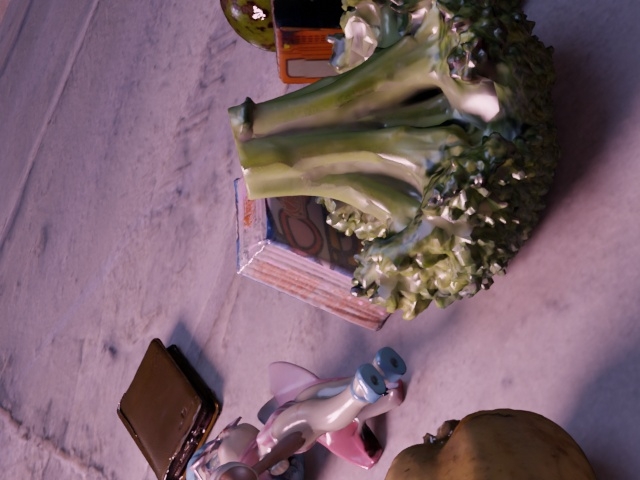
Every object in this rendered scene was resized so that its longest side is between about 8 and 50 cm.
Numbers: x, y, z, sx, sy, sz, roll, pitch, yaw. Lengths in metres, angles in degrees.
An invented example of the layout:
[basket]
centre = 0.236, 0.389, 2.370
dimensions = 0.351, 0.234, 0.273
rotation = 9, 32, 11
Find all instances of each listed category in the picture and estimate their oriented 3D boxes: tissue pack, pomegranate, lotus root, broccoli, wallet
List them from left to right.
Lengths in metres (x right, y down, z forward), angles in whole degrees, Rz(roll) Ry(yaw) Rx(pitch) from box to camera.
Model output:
[wallet]
centre = -0.169, 0.187, 1.575
dimensions = 0.110, 0.031, 0.198
rotation = -62, 27, 6
[pomegranate]
centre = -0.036, -0.262, 1.585
dimensions = 0.148, 0.148, 0.169
rotation = -49, 37, 31
[tissue pack]
centre = 0.000, 0.000, 1.277
dimensions = 0.065, 0.155, 0.115
rotation = -47, 33, 35
[broccoli]
centre = 0.075, -0.081, 1.146
dimensions = 0.260, 0.235, 0.288
rotation = -33, 30, 9
[lotus root]
centre = 0.112, 0.220, 0.892
dimensions = 0.160, 0.146, 0.284
rotation = -51, 30, 32

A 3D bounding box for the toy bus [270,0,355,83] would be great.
[toy bus]
centre = -0.019, -0.324, 1.482
dimensions = 0.092, 0.093, 0.408
rotation = 90, 176, -47

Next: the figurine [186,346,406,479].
[figurine]
centre = -0.028, 0.186, 1.215
dimensions = 0.260, 0.103, 0.205
rotation = -39, 11, 36
